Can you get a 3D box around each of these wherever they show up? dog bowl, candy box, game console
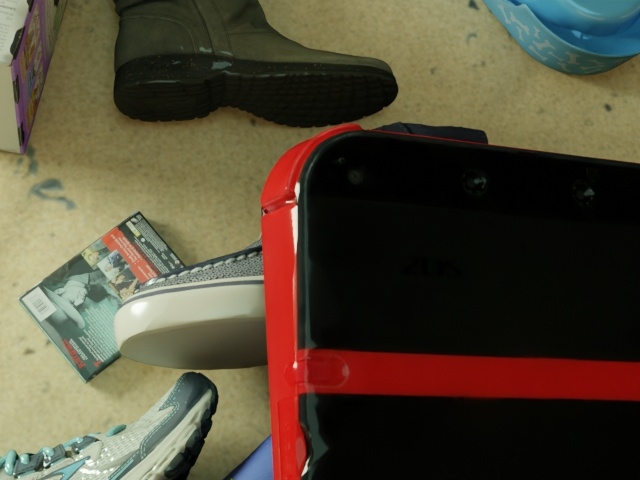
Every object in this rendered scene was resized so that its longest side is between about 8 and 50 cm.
[{"bbox_3d":[0.199,-0.276,1.072,0.166,0.074,0.297,-34,80,-19],"label":"dog bowl"},{"bbox_3d":[-0.242,-0.190,0.915,0.070,0.165,0.196,13,69,-7],"label":"candy box"},{"bbox_3d":[0.146,0.093,0.847,0.386,0.060,0.342,4,74,-23],"label":"game console"}]

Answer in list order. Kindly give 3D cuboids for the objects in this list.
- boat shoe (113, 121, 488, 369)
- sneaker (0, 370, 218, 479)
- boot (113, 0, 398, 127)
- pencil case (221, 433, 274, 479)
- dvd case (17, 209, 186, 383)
[{"bbox_3d":[0.000,0.000,0.924,0.340,0.127,0.158,-5,68,-21],"label":"boat shoe"},{"bbox_3d":[-0.191,0.181,0.828,0.122,0.110,0.283,42,69,9],"label":"sneaker"},{"bbox_3d":[-0.059,-0.185,0.995,0.246,0.083,0.161,1,65,-11],"label":"boot"},{"bbox_3d":[-0.045,0.233,0.828,0.306,0.119,0.133,-41,93,-20],"label":"pencil case"},{"bbox_3d":[-0.163,0.043,0.929,0.119,0.013,0.087,-39,81,-21],"label":"dvd case"}]
